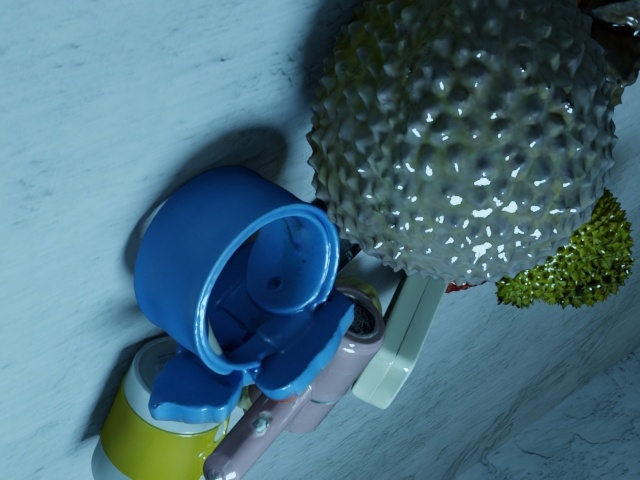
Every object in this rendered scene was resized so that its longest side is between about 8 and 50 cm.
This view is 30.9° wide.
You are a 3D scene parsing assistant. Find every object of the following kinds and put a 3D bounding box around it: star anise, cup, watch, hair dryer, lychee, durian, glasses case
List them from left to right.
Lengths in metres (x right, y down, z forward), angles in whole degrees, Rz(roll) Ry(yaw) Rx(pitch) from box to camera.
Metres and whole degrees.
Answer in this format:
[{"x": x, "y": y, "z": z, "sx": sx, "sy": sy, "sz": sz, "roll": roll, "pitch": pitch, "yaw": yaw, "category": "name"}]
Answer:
[{"x": -0.205, "y": 0.252, "z": 1.673, "sx": 0.241, "sy": 0.185, "sz": 0.226, "roll": -41, "pitch": 157, "yaw": -50, "category": "cup"}, {"x": -0.127, "y": 0.067, "z": 1.445, "sx": 0.305, "sy": 0.241, "sz": 0.274, "roll": -43, "pitch": 142, "yaw": -24, "category": "watch"}, {"x": -0.049, "y": 0.218, "z": 1.571, "sx": 0.210, "sy": 0.125, "sz": 0.352, "roll": -55, "pitch": 175, "yaw": 36, "category": "hair dryer"}, {"x": 0.146, "y": 0.137, "z": 1.969, "sx": 0.313, "sy": 0.070, "sz": 0.131, "roll": -60, "pitch": 178, "yaw": -46, "category": "glasses case"}, {"x": 0.167, "y": -0.147, "z": 1.371, "sx": 0.380, "sy": 0.380, "sz": 0.432, "roll": -29, "pitch": 134, "yaw": -29, "category": "lychee"}, {"x": 0.467, "y": 0.020, "z": 2.256, "sx": 0.293, "sy": 0.258, "sz": 0.258, "roll": -16, "pitch": 154, "yaw": 0, "category": "durian"}, {"x": 0.413, "y": -0.304, "z": 1.663, "sx": 0.315, "sy": 0.108, "sz": 0.315, "roll": -167, "pitch": -90, "yaw": -84, "category": "star anise"}]

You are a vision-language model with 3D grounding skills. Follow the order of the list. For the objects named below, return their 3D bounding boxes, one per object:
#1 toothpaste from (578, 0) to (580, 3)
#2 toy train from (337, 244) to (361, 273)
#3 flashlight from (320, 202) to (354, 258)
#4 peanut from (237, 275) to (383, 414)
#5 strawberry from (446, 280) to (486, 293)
[{"x": 0.316, "y": -0.332, "z": 1.646, "sx": 0.076, "sy": 0.066, "sz": 0.320, "roll": -22, "pitch": 149, "yaw": -42, "category": "toothpaste"}, {"x": 0.060, "y": -0.021, "z": 1.771, "sx": 0.234, "sy": 0.051, "sz": 0.052, "roll": -45, "pitch": 157, "yaw": -5, "category": "toy train"}, {"x": 0.000, "y": 0.000, "z": 1.672, "sx": 0.424, "sy": 0.103, "sz": 0.103, "roll": -46, "pitch": 156, "yaw": 1, "category": "flashlight"}, {"x": -0.019, "y": 0.173, "z": 1.851, "sx": 0.291, "sy": 0.143, "sz": 0.159, "roll": -42, "pitch": 161, "yaw": -12, "category": "peanut"}, {"x": 0.265, "y": 0.062, "z": 2.181, "sx": 0.208, "sy": 0.087, "sz": 0.167, "roll": -34, "pitch": 155, "yaw": -19, "category": "strawberry"}]
